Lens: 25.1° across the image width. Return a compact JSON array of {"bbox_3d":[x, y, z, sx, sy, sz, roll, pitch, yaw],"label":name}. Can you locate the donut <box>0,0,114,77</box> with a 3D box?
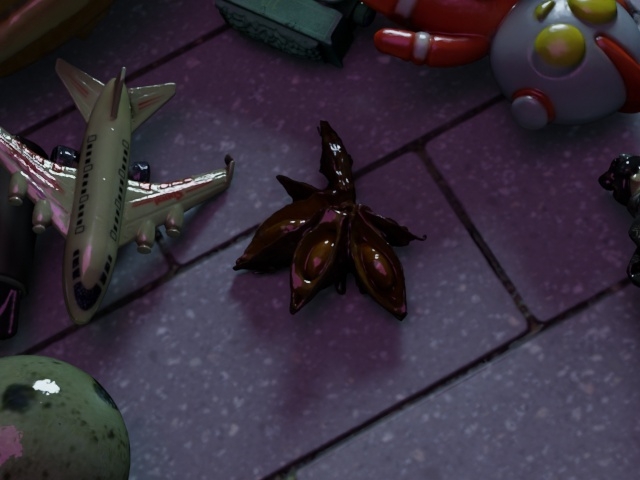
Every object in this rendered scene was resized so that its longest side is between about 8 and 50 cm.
[{"bbox_3d":[-0.344,-0.356,1.430,0.449,0.198,0.449,-6,71,17],"label":"donut"}]

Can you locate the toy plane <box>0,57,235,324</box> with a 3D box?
[{"bbox_3d":[-0.202,-0.043,1.311,0.242,0.104,0.256,12,73,-16],"label":"toy plane"}]

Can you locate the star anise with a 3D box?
[{"bbox_3d":[-0.001,-0.002,1.290,0.157,0.053,0.212,-33,64,-7],"label":"star anise"}]

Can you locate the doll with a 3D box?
[{"bbox_3d":[0.174,-0.200,1.312,0.336,0.105,0.200,35,63,14],"label":"doll"}]

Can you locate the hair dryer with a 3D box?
[{"bbox_3d":[-0.383,0.011,1.358,0.248,0.078,0.195,-6,63,19],"label":"hair dryer"}]

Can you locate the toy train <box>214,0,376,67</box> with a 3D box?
[{"bbox_3d":[-0.032,-0.234,1.406,0.172,0.070,0.099,26,80,21],"label":"toy train"}]

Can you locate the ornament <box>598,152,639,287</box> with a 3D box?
[{"bbox_3d":[0.308,-0.010,1.200,0.153,0.166,0.196,-20,47,-1],"label":"ornament"}]

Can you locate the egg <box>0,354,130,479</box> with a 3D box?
[{"bbox_3d":[-0.261,0.197,1.173,0.228,0.177,0.177,-43,64,2],"label":"egg"}]
